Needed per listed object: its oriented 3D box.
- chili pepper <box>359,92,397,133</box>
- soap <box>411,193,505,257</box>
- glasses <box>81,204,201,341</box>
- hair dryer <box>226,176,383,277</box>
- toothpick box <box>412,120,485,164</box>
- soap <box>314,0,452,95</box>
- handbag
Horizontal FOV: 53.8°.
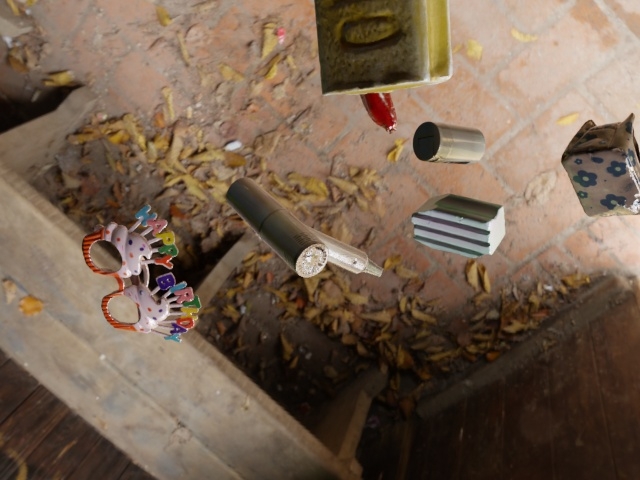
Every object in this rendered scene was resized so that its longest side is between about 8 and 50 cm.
[{"bbox_3d":[0.095,-0.424,1.428,0.110,0.110,0.387,-16,95,23],"label":"chili pepper"},{"bbox_3d":[0.358,-0.044,1.657,0.231,0.091,0.145,18,140,34],"label":"soap"},{"bbox_3d":[-0.285,0.056,1.053,0.162,0.095,0.255,-5,117,14],"label":"glasses"},{"bbox_3d":[-0.005,-0.005,0.900,0.195,0.220,0.053,42,108,42],"label":"hair dryer"},{"bbox_3d":[0.354,-0.267,1.744,0.111,0.181,0.111,2,93,55],"label":"toothpick box"},{"bbox_3d":[0.073,-0.331,0.808,0.174,0.089,0.273,2,102,38],"label":"soap"},{"bbox_3d":[0.787,-0.208,1.702,0.190,0.193,0.251,-4,133,44],"label":"handbag"}]
